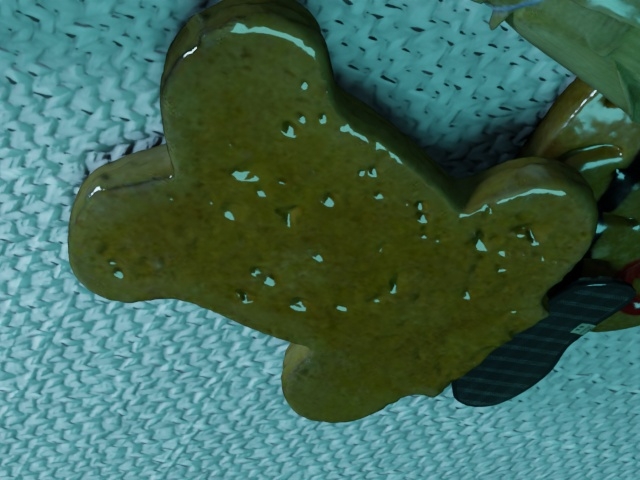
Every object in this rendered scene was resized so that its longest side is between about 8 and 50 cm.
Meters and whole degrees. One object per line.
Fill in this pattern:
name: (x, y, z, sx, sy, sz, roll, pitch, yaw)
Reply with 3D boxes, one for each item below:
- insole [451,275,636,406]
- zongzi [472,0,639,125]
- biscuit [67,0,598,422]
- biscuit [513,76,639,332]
insole: (0.217, 0.111, 1.023, 0.110, 0.012, 0.309, 10, 148, -17)
zongzi: (0.168, -0.279, 0.556, 0.393, 0.174, 0.356, 24, 124, -22)
biscuit: (0.000, 0.000, 0.861, 0.394, 0.076, 0.368, 26, 130, -21)
biscuit: (0.319, -0.037, 0.903, 0.314, 0.063, 0.367, 11, 132, -18)
